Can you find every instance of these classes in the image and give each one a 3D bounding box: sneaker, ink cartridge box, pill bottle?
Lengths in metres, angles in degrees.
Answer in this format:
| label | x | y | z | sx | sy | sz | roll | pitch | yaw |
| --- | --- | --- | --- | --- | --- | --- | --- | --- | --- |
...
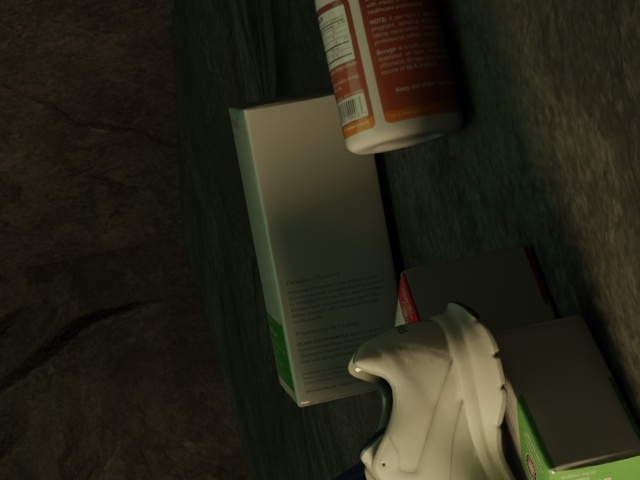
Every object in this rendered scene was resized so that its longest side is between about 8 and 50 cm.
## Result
| label | x | y | z | sx | sy | sz | roll | pitch | yaw |
| --- | --- | --- | --- | --- | --- | --- | --- | --- | --- |
| sneaker | 0.102 | 0.206 | 1.624 | 0.111 | 0.129 | 0.297 | 140 | 117 | -75 |
| ink cartridge box | 0.144 | 0.113 | 1.814 | 0.176 | 0.127 | 0.128 | 95 | 160 | -57 |
| ink cartridge box | 0.205 | 0.200 | 1.682 | 0.219 | 0.092 | 0.160 | 90 | 165 | -44 |
| pill bottle | 0.063 | -0.202 | 1.928 | 0.121 | 0.121 | 0.216 | 147 | 112 | -79 |

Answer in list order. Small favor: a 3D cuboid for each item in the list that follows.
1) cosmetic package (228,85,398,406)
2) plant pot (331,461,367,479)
| label | x | y | z | sx | sy | sz | roll | pitch | yaw |
| --- | --- | --- | --- | --- | --- | --- | --- | --- | --- |
| cosmetic package | 0.000 | 0.000 | 2.399 | 0.197 | 0.155 | 0.366 | -157 | 55 | -82 |
| plant pot | 0.078 | 0.378 | 1.959 | 0.236 | 0.236 | 0.212 | 15 | 121 | 39 |
